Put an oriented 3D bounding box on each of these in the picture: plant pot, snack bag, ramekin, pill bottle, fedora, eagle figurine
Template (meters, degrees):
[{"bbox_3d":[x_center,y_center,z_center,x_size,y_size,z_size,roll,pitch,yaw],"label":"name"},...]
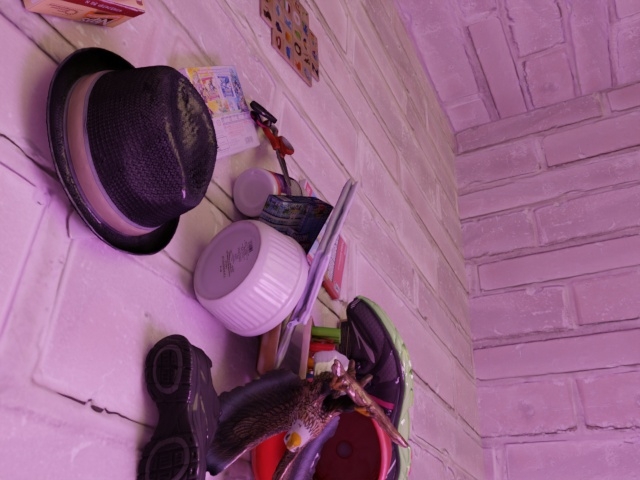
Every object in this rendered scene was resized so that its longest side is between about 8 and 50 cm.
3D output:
[{"bbox_3d":[0.026,0.427,1.201,0.243,0.275,0.275,43,40,-66],"label":"plant pot"},{"bbox_3d":[-0.100,0.164,1.169,0.236,0.032,0.236,-171,-90,-83],"label":"plant pot"},{"bbox_3d":[-0.011,0.074,1.251,0.323,0.037,0.342,-68,180,-58],"label":"snack bag"},{"bbox_3d":[-0.135,0.059,1.075,0.109,0.207,0.207,41,42,-39],"label":"ramekin"},{"bbox_3d":[-0.102,-0.098,1.332,0.193,0.108,0.108,6,72,-65],"label":"pill bottle"},{"bbox_3d":[-0.260,-0.150,0.916,0.334,0.152,0.334,-13,90,-69],"label":"fedora"},{"bbox_3d":[-0.047,0.324,1.006,0.225,0.298,0.226,34,21,-52],"label":"eagle figurine"}]

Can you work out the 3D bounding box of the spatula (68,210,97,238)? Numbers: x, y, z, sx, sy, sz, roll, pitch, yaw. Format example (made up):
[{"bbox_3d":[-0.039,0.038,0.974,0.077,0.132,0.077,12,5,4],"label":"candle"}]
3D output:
[{"bbox_3d":[-0.323,-0.091,0.955,0.242,0.019,0.168,-9,85,-66],"label":"spatula"}]

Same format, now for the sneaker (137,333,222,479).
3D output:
[{"bbox_3d":[-0.204,0.297,0.924,0.130,0.109,0.286,44,41,-60],"label":"sneaker"}]

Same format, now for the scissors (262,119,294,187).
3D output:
[{"bbox_3d":[-0.103,-0.207,1.370,0.109,0.021,0.297,48,17,-21],"label":"scissors"}]

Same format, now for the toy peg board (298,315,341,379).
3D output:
[{"bbox_3d":[0.001,0.262,1.313,0.161,0.079,0.160,81,14,-72],"label":"toy peg board"}]

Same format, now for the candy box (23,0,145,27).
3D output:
[{"bbox_3d":[-0.400,-0.508,0.908,0.183,0.087,0.316,-26,102,-65],"label":"candy box"}]

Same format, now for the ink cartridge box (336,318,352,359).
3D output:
[{"bbox_3d":[0.127,0.350,1.635,0.234,0.088,0.193,53,35,-43],"label":"ink cartridge box"}]

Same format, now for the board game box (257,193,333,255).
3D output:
[{"bbox_3d":[-0.074,0.000,1.286,0.194,0.060,0.194,-5,121,-60],"label":"board game box"}]

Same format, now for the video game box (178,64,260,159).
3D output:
[{"bbox_3d":[-0.216,-0.271,1.245,0.205,0.048,0.187,-40,117,-64],"label":"video game box"}]

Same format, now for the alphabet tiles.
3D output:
[{"bbox_3d":[-0.087,-0.631,1.755,0.342,0.011,0.285,33,49,-57],"label":"alphabet tiles"}]

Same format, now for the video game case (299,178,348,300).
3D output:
[{"bbox_3d":[0.000,0.000,1.609,0.285,0.025,0.204,57,31,-37],"label":"video game case"}]

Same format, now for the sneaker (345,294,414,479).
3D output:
[{"bbox_3d":[0.101,0.372,1.391,0.185,0.202,0.483,175,-88,-73],"label":"sneaker"}]

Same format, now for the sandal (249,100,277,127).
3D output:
[{"bbox_3d":[-0.135,-0.287,1.382,0.067,0.040,0.179,42,6,-2],"label":"sandal"}]
